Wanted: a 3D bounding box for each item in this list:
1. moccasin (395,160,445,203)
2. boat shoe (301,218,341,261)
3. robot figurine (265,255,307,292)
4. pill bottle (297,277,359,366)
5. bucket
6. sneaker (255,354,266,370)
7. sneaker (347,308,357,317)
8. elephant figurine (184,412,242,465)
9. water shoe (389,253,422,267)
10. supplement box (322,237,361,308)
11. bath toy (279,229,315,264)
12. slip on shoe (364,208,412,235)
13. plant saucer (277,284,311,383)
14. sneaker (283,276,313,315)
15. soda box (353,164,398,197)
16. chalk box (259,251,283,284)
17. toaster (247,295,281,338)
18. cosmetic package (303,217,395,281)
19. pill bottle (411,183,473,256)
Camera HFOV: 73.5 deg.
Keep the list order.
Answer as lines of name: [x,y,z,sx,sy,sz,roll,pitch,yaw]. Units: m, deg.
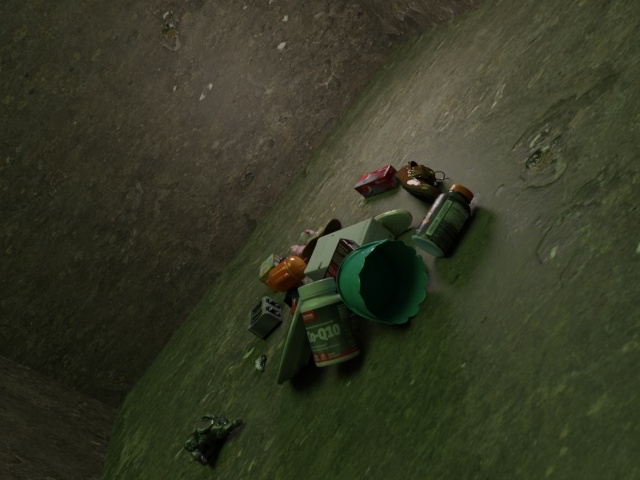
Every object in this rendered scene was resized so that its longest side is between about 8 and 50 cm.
moccasin: [0.428,-0.258,1.810,0.146,0.139,0.380,-55,10,16]
boat shoe: [0.000,0.000,2.307,0.285,0.104,0.089,-46,15,-13]
robot figurine: [-0.152,0.155,2.002,0.219,0.158,0.128,-36,56,19]
pill bottle: [0.022,0.285,1.514,0.162,0.282,0.161,-17,-9,-3]
bucket: [0.201,0.139,1.455,0.281,0.281,0.183,-59,19,-18]
sneaker: [-0.276,0.571,2.028,0.069,0.038,0.098,-53,22,-1]
sneaker: [0.090,0.230,1.749,0.282,0.102,0.160,-7,52,61]
elephant figurine: [-0.463,0.839,1.874,0.239,0.186,0.169,-48,-24,-20]
water shoe: [0.296,0.075,1.611,0.203,0.073,0.080,-29,28,43]
supplement box: [0.087,0.127,1.632,0.130,0.073,0.239,44,117,51]
bath toy: [-0.123,0.079,2.369,0.348,0.152,0.129,-56,-17,-20]
slip on shoe: [0.269,-0.073,1.850,0.331,0.123,0.101,-27,28,56]
plant saucer: [-0.071,0.380,1.704,0.400,0.101,0.399,16,-90,-87]
sneaker: [-0.118,0.242,2.102,0.148,0.131,0.350,-43,23,11]
soda box: [0.289,-0.299,2.189,0.263,0.092,0.083,-13,43,59]
chalk box: [-0.269,0.170,2.522,0.132,0.132,0.213,-45,21,17]
toaster: [-0.294,0.404,2.231,0.185,0.110,0.168,-46,21,15]
cosmetic package: [0.120,0.067,1.861,0.385,0.156,0.217,-25,36,51]
pill bottle: [0.434,-0.075,1.491,0.245,0.130,0.130,-55,21,-10]
